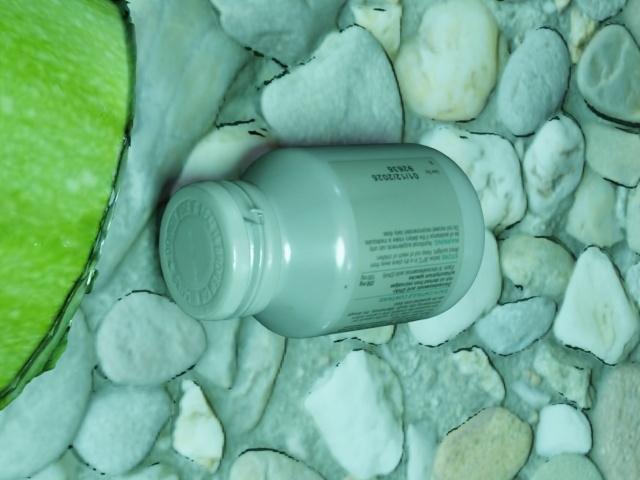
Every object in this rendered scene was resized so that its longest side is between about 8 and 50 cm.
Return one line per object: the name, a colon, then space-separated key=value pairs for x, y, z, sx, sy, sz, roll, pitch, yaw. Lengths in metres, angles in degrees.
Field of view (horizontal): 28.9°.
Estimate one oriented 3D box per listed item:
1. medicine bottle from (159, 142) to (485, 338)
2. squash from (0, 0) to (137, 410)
medicine bottle: x=0.000 y=0.000 z=0.877 sx=0.215 sy=0.135 sz=0.135 roll=-6 pitch=96 yaw=-38
squash: x=-0.294 y=-0.075 z=0.563 sx=0.384 sy=0.263 sz=0.263 roll=19 pitch=80 yaw=-37
